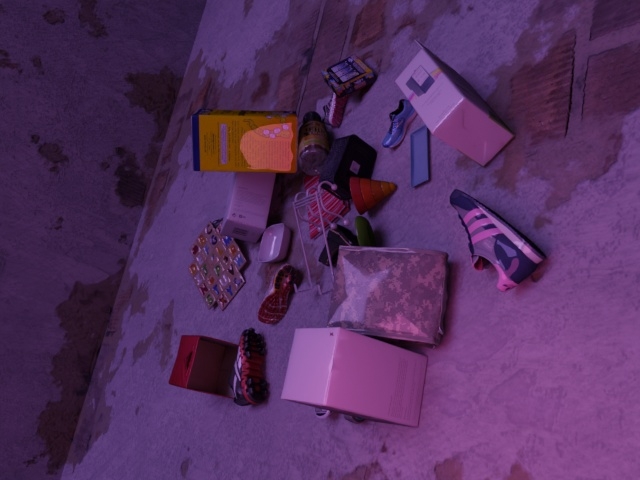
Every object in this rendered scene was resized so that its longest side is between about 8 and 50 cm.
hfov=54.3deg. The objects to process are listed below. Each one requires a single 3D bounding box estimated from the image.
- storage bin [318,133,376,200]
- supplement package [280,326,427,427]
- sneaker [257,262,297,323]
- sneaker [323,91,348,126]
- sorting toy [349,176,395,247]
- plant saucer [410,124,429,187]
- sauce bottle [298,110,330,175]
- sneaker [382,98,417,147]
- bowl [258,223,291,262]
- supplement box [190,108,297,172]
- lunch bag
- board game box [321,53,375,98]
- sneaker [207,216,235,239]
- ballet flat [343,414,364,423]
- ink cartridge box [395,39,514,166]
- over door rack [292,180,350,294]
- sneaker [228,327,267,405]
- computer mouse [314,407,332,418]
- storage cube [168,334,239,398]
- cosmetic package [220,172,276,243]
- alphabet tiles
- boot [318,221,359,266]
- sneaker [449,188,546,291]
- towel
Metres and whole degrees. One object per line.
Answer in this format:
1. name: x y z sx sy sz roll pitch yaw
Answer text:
1. storage bin: 0.086 -0.228 1.964 0.084 0.122 0.180 -4 60 54
2. supplement package: 0.084 0.327 1.492 0.175 0.293 0.177 -11 61 52
3. sneaker: -0.143 0.181 2.113 0.225 0.088 0.093 -62 13 7
4. sneaker: 0.047 -0.488 2.246 0.075 0.063 0.170 2 77 49
5. sorting toy: 0.172 -0.043 1.799 0.126 0.127 0.365 -15 57 15
6. plant saucer: 0.288 -0.242 1.799 0.067 0.018 0.192 -27 49 45
7. sauce bottle: -0.027 -0.354 2.194 0.111 0.111 0.344 -48 26 26
8. sneaker: 0.227 -0.359 1.904 0.162 0.073 0.063 -62 34 7
9. bowl: -0.160 0.017 2.244 0.142 0.053 0.141 -11 61 51
10. supplement box: -0.259 -0.352 2.190 0.194 0.357 0.195 -101 13 -72
11. lunch bag: 0.183 0.141 1.570 0.287 0.169 0.235 2 74 27
12. board game box: 0.095 -0.576 2.187 0.141 0.048 0.170 -26 40 -1
13. sneaker: -0.371 -0.040 2.538 0.286 0.109 0.130 -48 44 30
14. ballet flat: 0.097 0.373 1.651 0.068 0.072 0.213 -17 57 57
15. ink cartridge box: 0.331 -0.367 1.639 0.119 0.207 0.353 -48 36 24
16. over door rack: 0.000 0.000 1.877 0.239 0.108 0.324 167 102 -70
17. sneaker: -0.250 0.427 2.082 0.135 0.098 0.276 -37 44 34
18. computer mouse: 0.028 0.410 1.755 0.106 0.042 0.192 -16 53 45
19. storage cube: -0.396 0.438 2.186 0.193 0.215 0.183 -13 61 58
20. cosmetic package: -0.267 -0.199 2.388 0.197 0.155 0.365 135 148 -67
21. alphabet tiles: -0.419 0.098 2.500 0.285 0.011 0.342 -51 55 25
22. boot: 0.060 0.037 1.916 0.137 0.077 0.198 -66 20 9
23. sneaker: 0.373 -0.007 1.451 0.131 0.112 0.319 -54 34 14
24. towel: 0.014 -0.161 2.127 0.199 0.031 0.274 -40 42 36
